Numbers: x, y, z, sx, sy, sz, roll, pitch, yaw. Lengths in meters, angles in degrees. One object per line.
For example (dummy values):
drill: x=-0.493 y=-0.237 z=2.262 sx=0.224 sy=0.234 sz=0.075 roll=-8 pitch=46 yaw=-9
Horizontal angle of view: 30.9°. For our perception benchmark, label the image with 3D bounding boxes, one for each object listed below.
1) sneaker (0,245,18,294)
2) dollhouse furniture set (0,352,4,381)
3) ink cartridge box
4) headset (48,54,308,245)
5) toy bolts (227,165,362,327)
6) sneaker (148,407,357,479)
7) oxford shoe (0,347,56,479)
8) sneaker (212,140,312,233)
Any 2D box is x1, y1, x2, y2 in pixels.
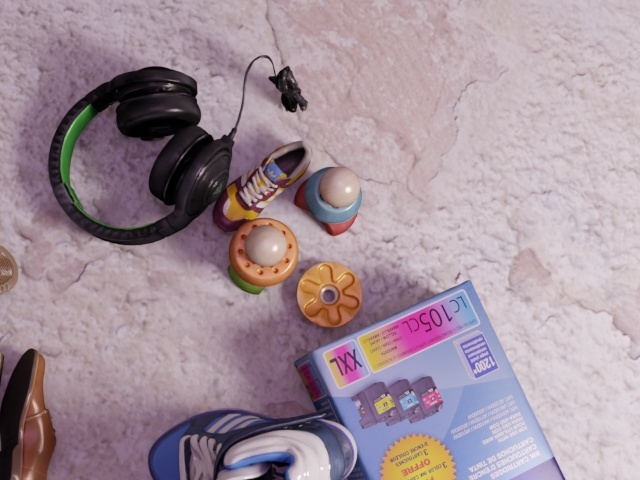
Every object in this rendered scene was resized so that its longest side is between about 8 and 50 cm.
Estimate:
sneaker: x=-0.586 y=0.064 z=1.645 sx=0.282 sy=0.153 sz=0.099 roll=-5 pitch=75 yaw=-41
dollhouse furniture set: x=-0.525 y=0.181 z=1.544 sx=0.161 sy=0.242 sz=0.212 roll=6 pitch=77 yaw=-7
ink cartridge box: x=0.171 y=0.294 z=1.679 sx=0.270 sy=0.151 sz=0.395 roll=-24 pitch=85 yaw=-12
headset: x=-0.209 y=-0.148 z=1.736 sx=0.394 sy=0.185 sz=0.243 roll=-30 pitch=78 yaw=2
toy bolts: x=0.000 y=0.000 z=1.704 sx=0.218 sy=0.158 sz=0.228 roll=35 pitch=76 yaw=-1
sneaker: x=-0.127 y=0.298 z=1.530 sx=0.323 sy=0.236 sz=0.130 roll=-6 pitch=88 yaw=20
oxford shoe: x=-0.411 y=0.261 z=1.646 sx=0.076 sy=0.076 sz=0.212 roll=15 pitch=72 yaw=-36
sneaker: x=-0.090 y=-0.087 z=1.747 sx=0.069 sy=0.084 sz=0.185 roll=45 pitch=76 yaw=2
